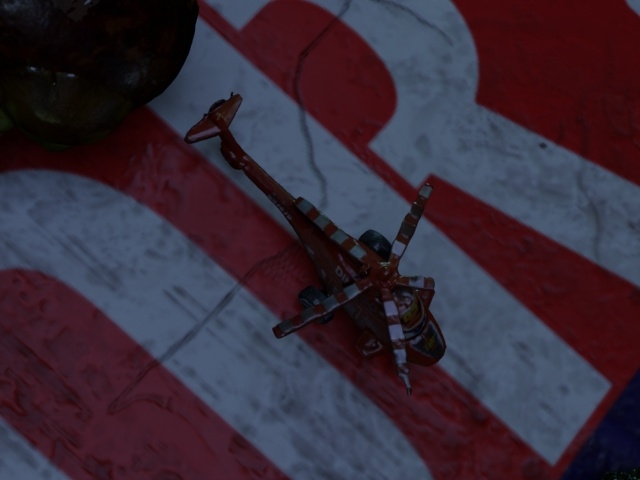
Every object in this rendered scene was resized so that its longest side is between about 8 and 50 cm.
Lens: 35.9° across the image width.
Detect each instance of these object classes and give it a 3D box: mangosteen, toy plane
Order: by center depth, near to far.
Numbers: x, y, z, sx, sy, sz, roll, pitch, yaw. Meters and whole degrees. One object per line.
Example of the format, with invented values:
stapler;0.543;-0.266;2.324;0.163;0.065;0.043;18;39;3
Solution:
mangosteen;-0.150;-0.110;0.560;0.146;0.156;0.181;5;107;-36
toy plane;-0.005;0.006;0.591;0.194;0.077;0.126;26;71;3

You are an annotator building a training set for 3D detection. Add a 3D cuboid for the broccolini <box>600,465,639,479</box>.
broccolini;0.184;0.235;0.593;0.091;0.068;0.202;19;84;-27
